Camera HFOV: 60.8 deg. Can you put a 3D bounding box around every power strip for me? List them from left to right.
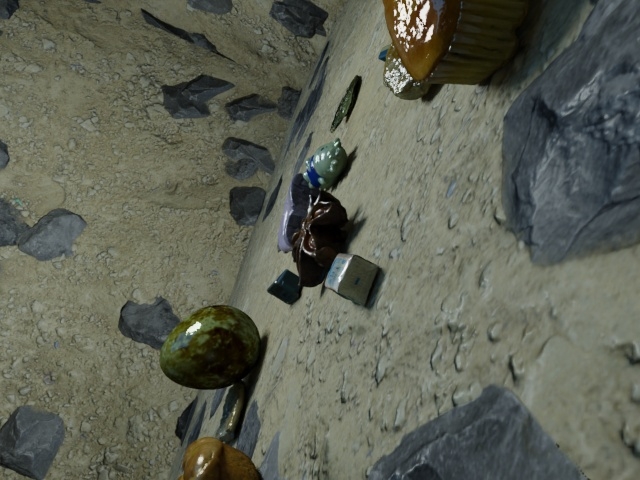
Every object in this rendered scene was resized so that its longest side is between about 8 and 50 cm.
[{"bbox_3d":[0.171,-0.412,1.212,0.123,0.056,0.032,-120,53,-74],"label":"power strip"}]

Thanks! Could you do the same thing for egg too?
[{"bbox_3d":[-0.314,0.311,1.562,0.238,0.290,0.238,57,159,36],"label":"egg"}]

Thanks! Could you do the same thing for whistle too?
[{"bbox_3d":[0.008,-0.196,1.467,0.244,0.092,0.110,145,134,-67],"label":"whistle"}]

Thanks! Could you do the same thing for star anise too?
[{"bbox_3d":[0.002,0.000,1.170,0.220,0.099,0.214,-137,55,-72],"label":"star anise"}]

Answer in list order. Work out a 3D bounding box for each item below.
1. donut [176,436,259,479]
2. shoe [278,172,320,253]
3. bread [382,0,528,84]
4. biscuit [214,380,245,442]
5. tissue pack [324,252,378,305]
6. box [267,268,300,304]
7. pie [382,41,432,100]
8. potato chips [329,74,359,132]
[{"bbox_3d":[-0.225,0.545,1.065,0.317,0.150,0.299,-90,24,-59],"label":"donut"},{"bbox_3d":[-0.072,-0.077,1.614,0.137,0.095,0.244,138,145,-60],"label":"shoe"},{"bbox_3d":[0.168,-0.331,0.734,0.179,0.133,0.249,139,128,-67],"label":"bread"},{"bbox_3d":[-0.256,0.495,1.558,0.265,0.040,0.188,-135,67,-78],"label":"biscuit"},{"bbox_3d":[0.050,0.062,0.913,0.074,0.059,0.094,-67,12,-4],"label":"tissue pack"},{"bbox_3d":[-0.087,0.118,1.406,0.054,0.074,0.099,-59,6,-27],"label":"box"},{"bbox_3d":[0.186,-0.341,0.982,0.193,0.079,0.163,-68,22,-2],"label":"pie"},{"bbox_3d":[0.077,-0.433,1.737,0.201,0.029,0.220,-63,11,12],"label":"potato chips"}]
